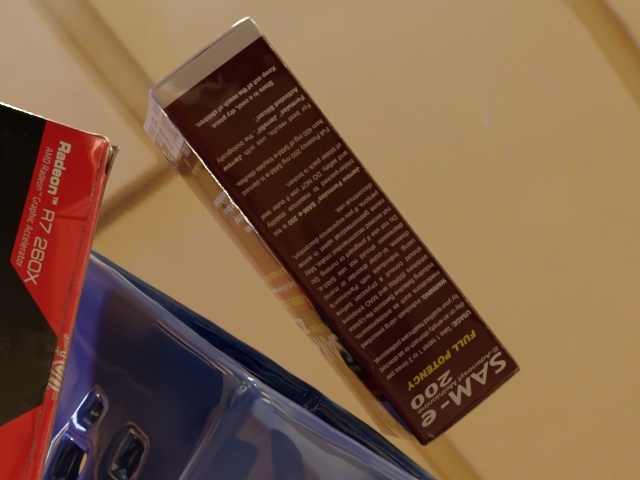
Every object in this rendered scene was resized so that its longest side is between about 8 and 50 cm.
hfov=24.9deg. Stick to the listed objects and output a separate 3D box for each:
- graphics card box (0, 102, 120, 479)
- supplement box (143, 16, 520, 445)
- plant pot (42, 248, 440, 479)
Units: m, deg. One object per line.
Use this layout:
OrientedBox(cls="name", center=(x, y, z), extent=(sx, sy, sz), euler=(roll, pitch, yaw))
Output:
OrientedBox(cls="graphics card box", center=(-0.279, 0.015, 0.523), extent=(0.371, 0.233, 0.094), euler=(19, -32, -19))
OrientedBox(cls="supplement box", center=(0.000, 0.000, 0.823), extent=(0.073, 0.130, 0.239), euler=(-39, -89, -9))
OrientedBox(cls="plant pot", center=(-0.070, 0.158, 0.711), extent=(0.236, 0.236, 0.212), euler=(35, -93, -37))
